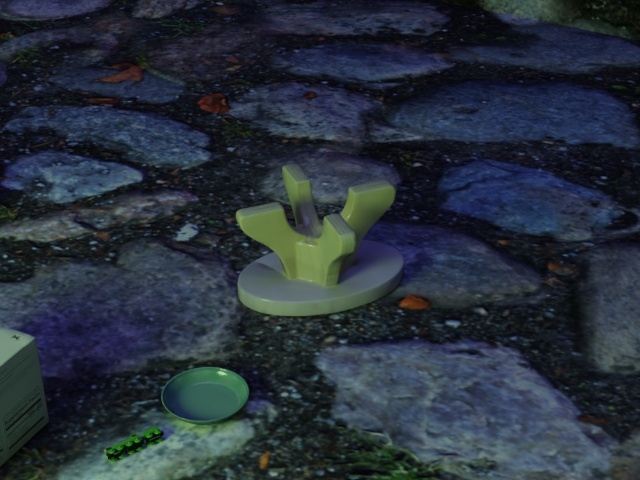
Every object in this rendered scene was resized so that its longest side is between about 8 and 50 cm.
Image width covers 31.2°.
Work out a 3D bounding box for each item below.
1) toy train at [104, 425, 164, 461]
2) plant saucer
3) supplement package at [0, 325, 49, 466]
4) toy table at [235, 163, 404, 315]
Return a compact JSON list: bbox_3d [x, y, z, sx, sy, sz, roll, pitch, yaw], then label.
[{"bbox_3d":[-0.243,0.263,1.485,0.083,0.017,0.023,-20,26,-29],"label":"toy train"},{"bbox_3d":[-0.156,0.216,1.559,0.119,0.021,0.119,-1,31,0],"label":"plant saucer"},{"bbox_3d":[-0.509,0.219,1.435,0.204,0.145,0.262,14,33,22],"label":"supplement package"},{"bbox_3d":[0.000,0.000,1.793,0.274,0.161,0.252,-19,35,-27],"label":"toy table"}]
